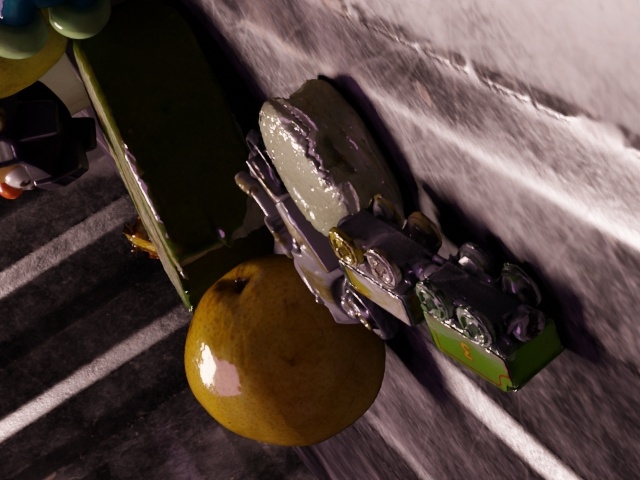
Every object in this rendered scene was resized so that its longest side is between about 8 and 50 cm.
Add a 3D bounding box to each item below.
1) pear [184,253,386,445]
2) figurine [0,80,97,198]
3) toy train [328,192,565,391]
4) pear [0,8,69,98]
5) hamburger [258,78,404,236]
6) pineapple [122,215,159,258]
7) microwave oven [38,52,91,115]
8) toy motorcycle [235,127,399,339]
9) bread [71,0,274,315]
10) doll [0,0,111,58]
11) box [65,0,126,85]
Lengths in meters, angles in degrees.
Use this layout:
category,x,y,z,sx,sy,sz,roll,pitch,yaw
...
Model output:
category,x,y,z,sx,sy,sz,roll,pitch,yaw
pear,-0.041,0.109,1.305,0.209,0.209,0.209,55,170,15
figurine,-0.413,-0.115,1.493,0.308,0.308,0.143,-145,38,-66
toy train,0.080,0.033,0.858,0.202,0.060,0.081,31,152,50
pear,-0.371,-0.243,1.360,0.198,0.198,0.198,55,170,15
hamburger,0.007,-0.058,0.977,0.140,0.062,0.133,62,168,-16
pineapple,-0.157,-0.023,1.770,0.161,0.158,0.334,16,167,7
microwave oven,-0.453,-0.318,1.648,0.247,0.333,0.394,59,171,18
toy motorcycle,0.000,0.000,1.164,0.225,0.073,0.152,55,173,7
bread,-0.153,-0.088,1.402,0.382,0.129,0.366,-128,17,-58
doll,-0.310,-0.347,1.218,0.322,0.198,0.186,52,144,11
box,-0.271,-0.268,1.541,0.055,0.103,0.244,55,170,15
